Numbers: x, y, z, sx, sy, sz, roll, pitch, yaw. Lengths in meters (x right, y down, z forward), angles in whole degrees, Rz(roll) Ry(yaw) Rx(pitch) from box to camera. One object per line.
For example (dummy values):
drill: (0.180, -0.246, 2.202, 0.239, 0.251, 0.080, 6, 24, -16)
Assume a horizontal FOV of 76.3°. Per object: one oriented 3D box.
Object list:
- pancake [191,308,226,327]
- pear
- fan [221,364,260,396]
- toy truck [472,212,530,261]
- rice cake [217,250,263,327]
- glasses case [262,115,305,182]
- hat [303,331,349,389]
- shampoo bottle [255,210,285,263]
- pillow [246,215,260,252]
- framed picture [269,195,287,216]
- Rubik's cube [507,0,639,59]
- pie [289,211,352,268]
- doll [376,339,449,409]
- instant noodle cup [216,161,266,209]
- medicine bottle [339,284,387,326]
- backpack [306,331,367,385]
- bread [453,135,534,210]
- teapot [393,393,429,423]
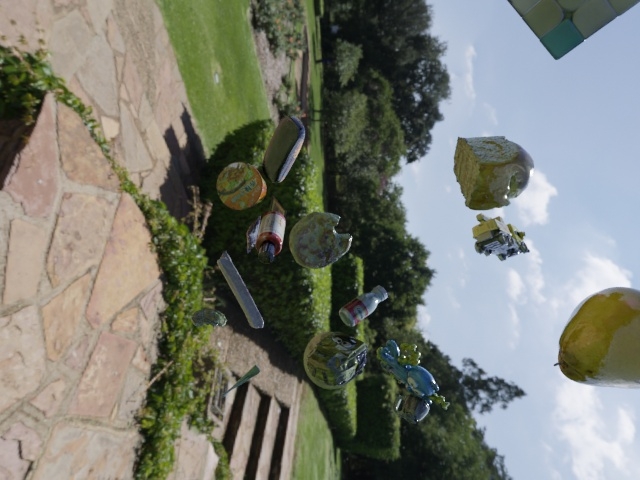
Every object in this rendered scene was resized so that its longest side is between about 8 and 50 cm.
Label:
pancake: (-0.418, 0.291, 1.530, 0.116, 0.129, 0.023, -112, -144, -67)
pear: (0.803, 0.265, 1.120, 0.285, 0.335, 0.286, -173, -90, -81)
fan: (-0.334, 0.592, 1.699, 0.038, 0.193, 0.016, 52, 0, 6)
toy truck: (0.715, -0.019, 1.638, 0.272, 0.124, 0.157, 14, 59, -39)
rice cake: (-0.381, 0.240, 1.923, 0.400, 0.064, 0.070, 61, -25, 4)
glasses case: (-0.161, -0.376, 1.712, 0.122, 0.082, 0.321, 50, -45, 15)
hat: (0.034, 0.530, 1.798, 0.130, 0.256, 0.258, 50, 38, -72)
shampoo bottle: (-0.201, -0.009, 1.629, 0.278, 0.104, 0.105, -89, 175, -57)
pillow: (-0.297, -0.026, 1.803, 0.118, 0.043, 0.185, -60, 171, -31)
framed picture: (-0.229, -0.104, 2.081, 0.195, 0.010, 0.200, 49, -50, 51)
Rubik's cube: (0.942, -0.969, 1.514, 0.346, 0.346, 0.345, -31, -155, 47)
pie: (-0.007, 0.004, 1.923, 0.067, 0.301, 0.303, -113, -164, -63)
doll: (0.395, 0.612, 1.853, 0.341, 0.098, 0.347, -1, -62, 53)
instant noodle cup: (-0.373, -0.264, 2.024, 0.182, 0.229, 0.231, -17, 105, -81)
medicine bottle: (0.186, 0.275, 1.734, 0.090, 0.216, 0.091, 43, -28, 30)
backpack: (0.061, 0.472, 1.609, 0.253, 0.206, 0.140, -21, 118, -53)
bread: (0.751, -0.322, 1.785, 0.396, 0.263, 0.240, -82, 168, -54)
teapot: (0.406, 0.758, 1.843, 0.108, 0.149, 0.111, -45, 156, -36)
